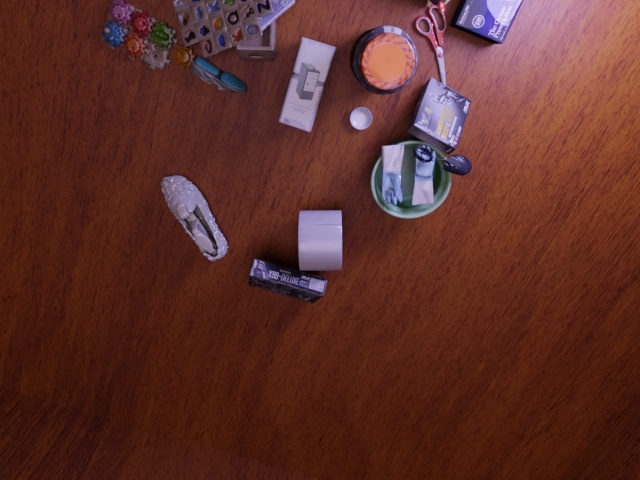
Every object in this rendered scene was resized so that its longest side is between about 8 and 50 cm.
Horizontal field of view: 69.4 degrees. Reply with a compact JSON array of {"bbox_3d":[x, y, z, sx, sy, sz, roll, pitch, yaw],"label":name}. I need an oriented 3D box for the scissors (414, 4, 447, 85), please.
[{"bbox_3d":[0.438,-0.691,1.669,0.109,0.021,0.297,-27,109,10],"label":"scissors"}]

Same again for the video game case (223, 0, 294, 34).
[{"bbox_3d":[-0.220,-0.824,1.564,0.183,0.023,0.201,-41,89,0],"label":"video game case"}]

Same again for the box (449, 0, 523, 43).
[{"bbox_3d":[0.586,-0.830,1.566,0.185,0.103,0.261,19,112,-4],"label":"box"}]

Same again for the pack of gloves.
[{"bbox_3d":[0.324,-0.232,1.694,0.195,0.046,0.231,-2,113,3],"label":"pack of gloves"}]

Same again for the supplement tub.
[{"bbox_3d":[0.206,-0.601,1.541,0.207,0.338,0.207,0,113,1],"label":"supplement tub"}]

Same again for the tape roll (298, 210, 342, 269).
[{"bbox_3d":[0.000,0.000,1.855,0.169,0.246,0.245,-1,113,2],"label":"tape roll"}]

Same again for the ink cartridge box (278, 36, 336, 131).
[{"bbox_3d":[-0.044,-0.554,1.636,0.122,0.211,0.289,17,111,-5],"label":"ink cartridge box"}]

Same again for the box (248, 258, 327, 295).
[{"bbox_3d":[-0.145,0.177,1.941,0.308,0.242,0.076,16,73,-5],"label":"box"}]

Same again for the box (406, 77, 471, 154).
[{"bbox_3d":[0.434,-0.453,1.680,0.183,0.056,0.230,27,68,-11],"label":"box"}]

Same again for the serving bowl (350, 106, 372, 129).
[{"bbox_3d":[0.154,-0.468,1.767,0.084,0.027,0.083,1,113,1],"label":"serving bowl"}]

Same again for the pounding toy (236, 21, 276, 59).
[{"bbox_3d":[-0.249,-0.751,1.622,0.181,0.094,0.205,1,88,1],"label":"pounding toy"}]

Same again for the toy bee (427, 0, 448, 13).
[{"bbox_3d":[0.362,-0.828,1.498,0.195,0.298,0.162,11,88,-46],"label":"toy bee"}]

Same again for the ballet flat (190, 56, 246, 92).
[{"bbox_3d":[-0.378,-0.596,1.707,0.213,0.072,0.068,28,140,-15],"label":"ballet flat"}]

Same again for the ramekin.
[{"bbox_3d":[0.340,-0.250,1.793,0.304,0.148,0.303,0,114,1],"label":"ramekin"}]

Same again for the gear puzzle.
[{"bbox_3d":[-0.615,-0.713,1.665,0.339,0.044,0.175,25,111,-10],"label":"gear puzzle"}]

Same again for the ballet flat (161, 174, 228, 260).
[{"bbox_3d":[-0.510,-0.086,1.888,0.147,0.147,0.408,-28,109,12],"label":"ballet flat"}]

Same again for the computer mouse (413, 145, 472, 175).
[{"bbox_3d":[0.439,-0.283,1.654,0.242,0.041,0.071,13,130,-17],"label":"computer mouse"}]

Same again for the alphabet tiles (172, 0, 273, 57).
[{"bbox_3d":[-0.335,-0.795,1.555,0.343,0.011,0.284,-13,97,17],"label":"alphabet tiles"}]
